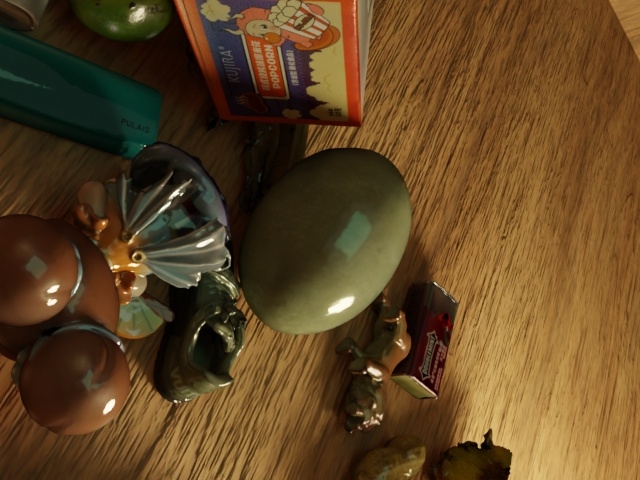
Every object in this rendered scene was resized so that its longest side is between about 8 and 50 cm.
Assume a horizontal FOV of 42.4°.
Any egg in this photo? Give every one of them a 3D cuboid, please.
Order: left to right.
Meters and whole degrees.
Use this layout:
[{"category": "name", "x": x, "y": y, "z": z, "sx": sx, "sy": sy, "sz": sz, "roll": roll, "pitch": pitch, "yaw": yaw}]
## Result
[{"category": "egg", "x": 0.009, "y": -0.003, "z": 1.375, "sx": 0.352, "sy": 0.258, "sz": 0.258, "roll": -49, "pitch": 118, "yaw": -26}]

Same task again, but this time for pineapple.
[{"category": "pineapple", "x": 0.290, "y": 0.520, "z": 1.694, "sx": 0.334, "sy": 0.161, "sz": 0.158, "roll": -55, "pitch": 163, "yaw": -56}]

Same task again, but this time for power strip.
[{"category": "power strip", "x": -0.050, "y": -0.217, "z": 1.523, "sx": 0.044, "sy": 0.064, "sz": 0.305, "roll": 32, "pitch": 59, "yaw": -43}]

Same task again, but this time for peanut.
[{"category": "peanut", "x": 0.129, "y": 0.429, "z": 1.561, "sx": 0.192, "sy": 0.089, "sz": 0.089, "roll": -12, "pitch": 90, "yaw": -45}]

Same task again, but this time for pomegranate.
[{"category": "pomegranate", "x": -0.275, "y": -0.389, "z": 1.202, "sx": 0.180, "sy": 0.209, "sz": 0.180, "roll": 13, "pitch": 69, "yaw": -38}]

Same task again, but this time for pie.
[{"category": "pie", "x": -0.179, "y": -0.302, "z": 1.425, "sx": 0.170, "sy": 0.034, "sz": 0.092, "roll": 24, "pitch": 65, "yaw": -51}]

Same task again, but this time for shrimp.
[{"category": "shrimp", "x": -0.134, "y": -0.161, "z": 1.428, "sx": 0.152, "sy": 0.046, "sz": 0.219, "roll": 24, "pitch": 65, "yaw": -44}]

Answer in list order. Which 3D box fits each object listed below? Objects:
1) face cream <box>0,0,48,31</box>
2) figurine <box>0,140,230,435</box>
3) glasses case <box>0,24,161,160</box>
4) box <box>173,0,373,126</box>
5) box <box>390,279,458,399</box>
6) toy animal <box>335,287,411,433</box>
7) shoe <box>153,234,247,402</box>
[{"category": "face cream", "x": -0.407, "y": -0.429, "z": 1.168, "sx": 0.107, "sy": 0.073, "sz": 0.269, "roll": 28, "pitch": 61, "yaw": -41}, {"category": "figurine", "x": -0.283, "y": 0.041, "z": 1.074, "sx": 0.388, "sy": 0.248, "sz": 0.277, "roll": -40, "pitch": 118, "yaw": -43}, {"category": "glasses case", "x": -0.366, "y": -0.212, "z": 1.169, "sx": 0.301, "sy": 0.070, "sz": 0.117, "roll": 17, "pitch": 69, "yaw": -47}, {"category": "box", "x": -0.051, "y": -0.398, "z": 1.265, "sx": 0.349, "sy": 0.256, "sz": 0.319, "roll": 80, "pitch": 17, "yaw": -68}, {"category": "box", "x": 0.218, "y": 0.207, "z": 1.721, "sx": 0.120, "sy": 0.069, "sz": 0.224, "roll": 42, "pitch": 53, "yaw": -34}, {"category": "toy animal", "x": 0.109, "y": 0.233, "z": 1.588, "sx": 0.312, "sy": 0.097, "sz": 0.158, "roll": -54, "pitch": 132, "yaw": -43}, {"category": "shoe", "x": -0.157, "y": 0.104, "z": 1.265, "sx": 0.109, "sy": 0.149, "sz": 0.293, "roll": 29, "pitch": 61, "yaw": -39}]
